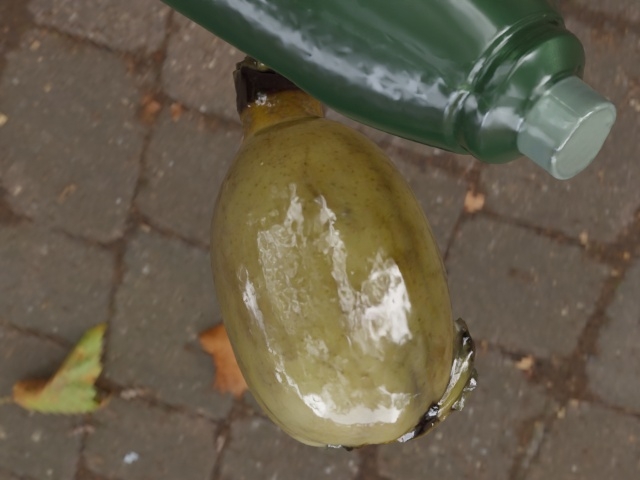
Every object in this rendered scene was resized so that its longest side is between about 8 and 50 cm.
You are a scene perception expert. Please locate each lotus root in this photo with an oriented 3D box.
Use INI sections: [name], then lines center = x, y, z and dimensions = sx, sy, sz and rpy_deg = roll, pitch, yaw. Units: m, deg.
[lotus root]
center = 0.000, 0.000, 1.061
dimensions = 0.183, 0.183, 0.310
rpy_deg = -21, 82, 27

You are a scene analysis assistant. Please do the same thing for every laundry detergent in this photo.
[laundry detergent]
center = 0.005, -0.086, 0.421
dimensions = 0.211, 0.137, 0.063
rpy_deg = 40, 119, 30
